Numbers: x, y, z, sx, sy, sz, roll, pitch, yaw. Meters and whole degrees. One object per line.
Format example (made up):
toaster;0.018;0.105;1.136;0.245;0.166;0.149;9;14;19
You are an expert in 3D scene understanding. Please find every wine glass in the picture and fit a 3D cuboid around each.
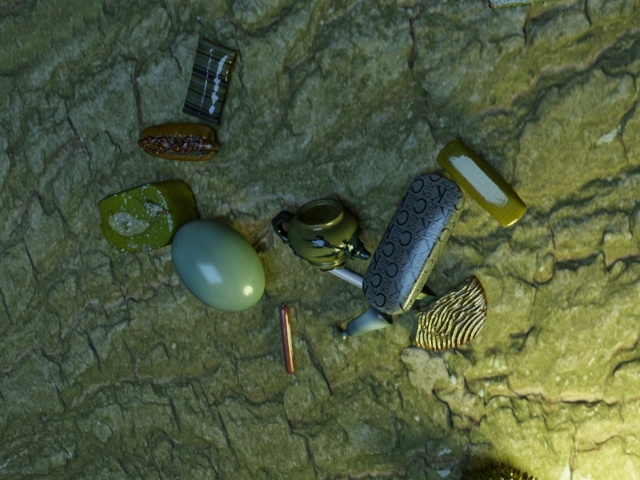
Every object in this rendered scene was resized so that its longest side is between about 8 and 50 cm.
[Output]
wine glass;0.107;0.218;1.481;0.155;0.072;0.072;-32;92;26

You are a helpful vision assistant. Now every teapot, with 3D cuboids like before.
teapot;0.000;0.000;1.420;0.270;0.173;0.182;9;130;28

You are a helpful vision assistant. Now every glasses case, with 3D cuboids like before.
glasses case;0.216;0.010;1.352;0.137;0.085;0.354;33;104;28
glasses case;0.366;-0.132;1.290;0.234;0.064;0.079;45;108;3

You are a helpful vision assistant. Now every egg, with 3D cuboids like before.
egg;-0.270;0.066;1.503;0.283;0.203;0.203;43;115;-1

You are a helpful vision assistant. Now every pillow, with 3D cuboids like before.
pillow;-0.290;-0.407;1.467;0.113;0.038;0.203;24;112;12

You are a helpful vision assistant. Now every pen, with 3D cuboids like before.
pen;0.053;0.083;1.484;0.269;0.033;0.033;27;112;11

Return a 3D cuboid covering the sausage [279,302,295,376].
sausage;-0.094;0.279;1.594;0.030;0.029;0.222;0;105;20

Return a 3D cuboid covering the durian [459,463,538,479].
durian;0.464;0.701;1.405;0.293;0.258;0.258;32;114;-3

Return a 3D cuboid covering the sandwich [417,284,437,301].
sandwich;0.249;0.127;1.422;0.083;0.044;0.031;20;125;-33

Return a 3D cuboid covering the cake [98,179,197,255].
cake;-0.482;-0.060;1.579;0.261;0.156;0.178;-14;93;25

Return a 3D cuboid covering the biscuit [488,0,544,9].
biscuit;0.461;-0.557;1.162;0.232;0.016;0.138;-2;104;21

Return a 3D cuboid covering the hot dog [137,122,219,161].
hot dog;-0.382;-0.264;1.521;0.250;0.076;0.102;7;104;19

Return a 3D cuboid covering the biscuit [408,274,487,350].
biscuit;0.317;0.181;1.406;0.177;0.031;0.228;17;113;6
